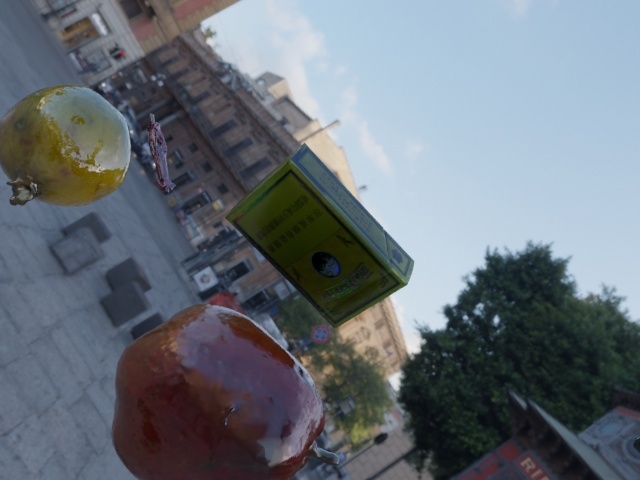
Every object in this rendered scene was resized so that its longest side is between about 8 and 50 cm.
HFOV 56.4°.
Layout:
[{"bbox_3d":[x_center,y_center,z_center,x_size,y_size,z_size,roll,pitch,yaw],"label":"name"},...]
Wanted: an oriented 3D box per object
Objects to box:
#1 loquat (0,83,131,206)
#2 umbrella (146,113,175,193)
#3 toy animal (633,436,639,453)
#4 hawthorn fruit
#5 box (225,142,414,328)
[{"bbox_3d":[-0.436,-0.145,0.999,0.213,0.213,0.246,64,33,-37],"label":"loquat"},{"bbox_3d":[-0.242,-0.134,0.892,0.027,0.025,0.165,46,20,-55],"label":"umbrella"},{"bbox_3d":[0.333,0.193,0.389,0.289,0.174,0.249,-10,78,-77],"label":"toy animal"},{"bbox_3d":[-0.100,0.195,0.685,0.261,0.224,0.224,15,-25,17],"label":"hawthorn fruit"},{"bbox_3d":[0.000,0.000,0.790,0.220,0.141,0.064,46,35,-12],"label":"box"}]
